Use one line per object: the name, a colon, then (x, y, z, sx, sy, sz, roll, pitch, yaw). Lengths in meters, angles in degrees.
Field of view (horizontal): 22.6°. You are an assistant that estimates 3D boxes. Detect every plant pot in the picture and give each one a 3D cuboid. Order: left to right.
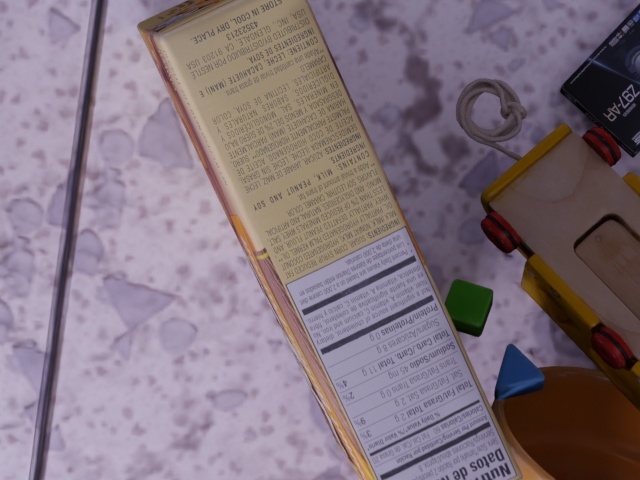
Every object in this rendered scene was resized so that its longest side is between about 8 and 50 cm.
plant pot: (0.179, 0.213, 1.027, 0.205, 0.205, 0.188, 13, 113, -12)

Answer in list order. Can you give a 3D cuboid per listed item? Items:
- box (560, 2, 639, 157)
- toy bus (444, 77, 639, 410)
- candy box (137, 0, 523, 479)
box: (0.209, -0.107, 1.045, 0.067, 0.018, 0.083, 44, 90, 7)
toy bus: (0.176, 0.013, 1.025, 0.191, 0.104, 0.202, 4, 73, 5)
candy box: (0.000, 0.000, 0.950, 0.087, 0.183, 0.316, -27, 103, -4)
